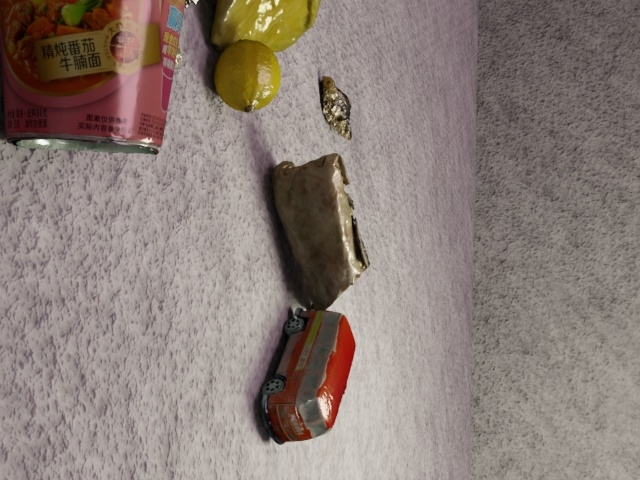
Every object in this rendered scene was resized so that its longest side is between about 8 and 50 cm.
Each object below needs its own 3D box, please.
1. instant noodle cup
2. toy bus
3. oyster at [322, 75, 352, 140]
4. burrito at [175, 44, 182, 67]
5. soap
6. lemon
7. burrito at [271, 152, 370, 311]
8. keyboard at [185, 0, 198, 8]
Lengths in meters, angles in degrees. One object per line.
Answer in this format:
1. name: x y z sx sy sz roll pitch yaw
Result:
1. instant noodle cup: -0.244 -0.224 0.944 0.244 0.243 0.255 2 91 -69
2. toy bus: -0.016 0.240 1.568 0.265 0.119 0.121 -68 146 -51
3. oyster: 0.039 -0.296 1.928 0.148 0.051 0.103 49 33 -42
4. burrito: -0.249 -0.325 1.164 0.058 0.063 0.229 -44 131 -12
5. soap: -0.053 -0.511 1.448 0.306 0.115 0.428 -20 128 -58
6. lemon: -0.118 -0.263 1.418 0.109 0.109 0.133 41 41 -62
7. burrito: 0.009 0.003 1.624 0.107 0.175 0.348 -31 120 -34
8. keyboard: -0.255 -0.409 1.125 0.106 0.027 0.317 48 3 29
